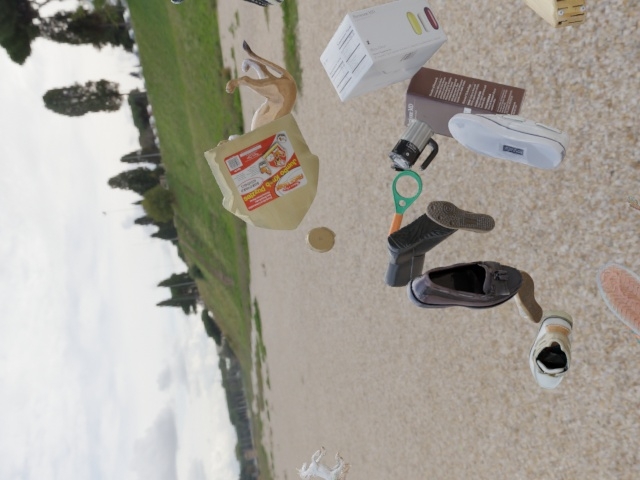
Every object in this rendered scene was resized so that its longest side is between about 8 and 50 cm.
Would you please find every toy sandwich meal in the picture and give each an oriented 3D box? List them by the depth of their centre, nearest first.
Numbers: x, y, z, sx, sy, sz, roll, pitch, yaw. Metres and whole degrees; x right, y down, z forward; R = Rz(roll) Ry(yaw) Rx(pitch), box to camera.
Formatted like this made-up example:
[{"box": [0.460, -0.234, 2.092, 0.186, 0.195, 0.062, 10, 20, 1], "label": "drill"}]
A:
[{"box": [0.000, 0.000, 1.418, 0.029, 0.085, 0.086, 102, 158, -60], "label": "toy sandwich meal"}]

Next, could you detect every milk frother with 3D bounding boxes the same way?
[{"box": [0.279, -0.284, 1.671, 0.129, 0.135, 0.143, 40, 169, -25], "label": "milk frother"}]

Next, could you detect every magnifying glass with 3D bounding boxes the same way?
[{"box": [0.252, -0.107, 1.664, 0.026, 0.092, 0.231, -41, -32, -63], "label": "magnifying glass"}]

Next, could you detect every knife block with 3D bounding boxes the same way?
[{"box": [0.617, -0.702, 1.498, 0.242, 0.088, 0.276, -167, 66, -84], "label": "knife block"}]

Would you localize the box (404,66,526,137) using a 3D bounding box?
[{"box": [0.492, -0.460, 1.861, 0.191, 0.381, 0.143, 73, -141, -64], "label": "box"}]

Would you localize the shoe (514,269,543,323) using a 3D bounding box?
[{"box": [0.597, 0.166, 1.583, 0.058, 0.076, 0.219, 20, 150, 52], "label": "shoe"}]

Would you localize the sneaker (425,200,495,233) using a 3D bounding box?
[{"box": [0.358, -0.053, 1.404, 0.071, 0.188, 0.066, 134, 151, -79], "label": "sneaker"}]

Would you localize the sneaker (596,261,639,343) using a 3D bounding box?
[{"box": [0.812, 0.194, 1.358, 0.302, 0.108, 0.121, 59, -167, 22], "label": "sneaker"}]

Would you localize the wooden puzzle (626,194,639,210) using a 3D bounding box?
[{"box": [0.968, -0.116, 1.650, 0.049, 0.006, 0.083, 54, -169, -13], "label": "wooden puzzle"}]

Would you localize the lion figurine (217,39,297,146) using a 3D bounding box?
[{"box": [-0.137, -0.326, 1.463, 0.142, 0.240, 0.393, -49, -29, -67], "label": "lion figurine"}]

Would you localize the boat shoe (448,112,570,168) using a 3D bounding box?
[{"box": [0.430, -0.247, 1.224, 0.267, 0.088, 0.096, 21, 149, 30], "label": "boat shoe"}]

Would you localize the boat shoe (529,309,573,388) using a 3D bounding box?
[{"box": [0.645, 0.333, 1.509, 0.103, 0.113, 0.303, -59, -35, -41], "label": "boat shoe"}]

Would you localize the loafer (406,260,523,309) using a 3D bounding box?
[{"box": [0.355, 0.100, 1.251, 0.095, 0.302, 0.109, 113, 148, -57], "label": "loafer"}]

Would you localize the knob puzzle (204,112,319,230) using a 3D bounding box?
[{"box": [-0.090, -0.107, 0.970, 0.030, 0.212, 0.213, -143, 45, -70], "label": "knob puzzle"}]

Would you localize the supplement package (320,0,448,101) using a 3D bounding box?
[{"box": [0.168, -0.521, 1.452, 0.145, 0.261, 0.204, 62, 155, 4], "label": "supplement package"}]

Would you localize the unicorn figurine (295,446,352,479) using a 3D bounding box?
[{"box": [0.003, 0.672, 1.585, 0.060, 0.161, 0.111, 15, -85, -69], "label": "unicorn figurine"}]

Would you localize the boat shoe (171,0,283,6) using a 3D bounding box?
[{"box": [-0.311, -0.615, 1.173, 0.156, 0.499, 0.187, -51, 44, 40], "label": "boat shoe"}]

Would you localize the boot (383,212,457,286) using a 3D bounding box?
[{"box": [0.299, 0.028, 1.601, 0.094, 0.246, 0.207, 56, 163, 34], "label": "boot"}]
